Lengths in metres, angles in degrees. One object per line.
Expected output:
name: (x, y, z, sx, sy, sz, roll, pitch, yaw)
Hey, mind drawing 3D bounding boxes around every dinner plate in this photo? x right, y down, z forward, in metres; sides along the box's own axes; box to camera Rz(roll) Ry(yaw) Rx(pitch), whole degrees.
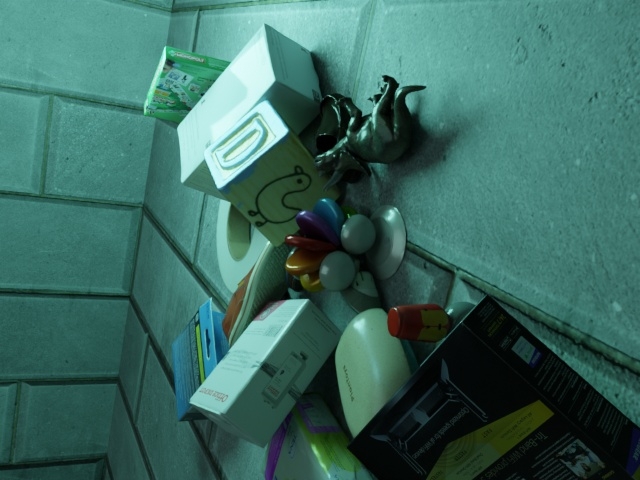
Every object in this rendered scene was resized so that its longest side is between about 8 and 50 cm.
dinner plate: (0.114, 0.003, 1.207, 0.141, 0.017, 0.141, -14, 74, 59)

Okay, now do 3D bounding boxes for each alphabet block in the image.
alphabet block: (-0.105, -0.144, 1.370, 0.192, 0.197, 0.193, -38, 37, 8)

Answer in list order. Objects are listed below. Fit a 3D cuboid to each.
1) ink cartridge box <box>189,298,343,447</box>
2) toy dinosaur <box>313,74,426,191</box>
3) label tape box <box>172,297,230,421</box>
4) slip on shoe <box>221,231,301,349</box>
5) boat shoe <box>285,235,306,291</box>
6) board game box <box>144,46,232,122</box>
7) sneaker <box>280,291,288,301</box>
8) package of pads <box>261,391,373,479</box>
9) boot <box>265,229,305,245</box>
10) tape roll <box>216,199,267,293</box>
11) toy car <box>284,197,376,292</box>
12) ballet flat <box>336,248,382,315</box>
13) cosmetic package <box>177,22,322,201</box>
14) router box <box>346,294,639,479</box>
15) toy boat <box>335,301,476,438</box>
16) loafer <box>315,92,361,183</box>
ink cartridge box: (-0.113, 0.263, 1.325, 0.283, 0.117, 0.207, -52, 19, -23)
toy dinosaur: (0.113, -0.201, 1.172, 0.313, 0.121, 0.160, -15, 87, 51)
label tape box: (-0.325, 0.352, 1.870, 0.348, 0.115, 0.249, -46, 47, 46)
slip on shoe: (-0.143, 0.107, 1.480, 0.101, 0.123, 0.331, 42, 116, 38)
boat shoe: (-0.024, 0.053, 1.403, 0.066, 0.066, 0.183, 56, 138, 38)
board game box: (-0.276, -0.377, 1.676, 0.213, 0.317, 0.046, -47, 44, 48)
sneaker: (-0.109, 0.160, 1.550, 0.152, 0.058, 0.085, -104, 24, -43)
package of pads: (-0.012, 0.470, 1.274, 0.296, 0.101, 0.229, 51, 130, 52)
boot: (-0.076, -0.017, 1.493, 0.158, 0.084, 0.059, -68, 31, 26)
tape roll: (-0.181, -0.046, 1.708, 0.392, 0.072, 0.392, -14, 74, 60)
toy car: (0.000, 0.000, 1.206, 0.159, 0.136, 0.182, 12, 67, 52)
ballet flat: (0.064, 0.076, 1.229, 0.213, 0.072, 0.068, 50, 124, 54)
cosmetic package: (-0.178, -0.297, 1.554, 0.385, 0.156, 0.217, -43, 45, 32)
router box: (0.202, 0.255, 0.806, 0.243, 0.081, 0.309, 43, 131, 14)
toy boat: (0.136, 0.203, 1.024, 0.318, 0.148, 0.268, 115, 152, -46)
loafer: (0.030, -0.221, 1.333, 0.080, 0.078, 0.220, -51, 44, 46)
